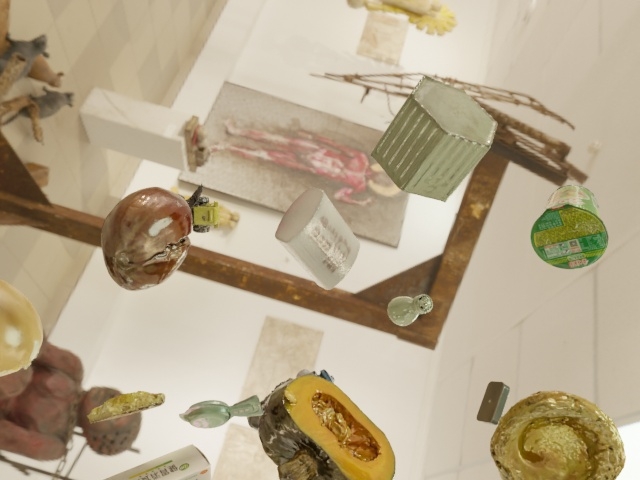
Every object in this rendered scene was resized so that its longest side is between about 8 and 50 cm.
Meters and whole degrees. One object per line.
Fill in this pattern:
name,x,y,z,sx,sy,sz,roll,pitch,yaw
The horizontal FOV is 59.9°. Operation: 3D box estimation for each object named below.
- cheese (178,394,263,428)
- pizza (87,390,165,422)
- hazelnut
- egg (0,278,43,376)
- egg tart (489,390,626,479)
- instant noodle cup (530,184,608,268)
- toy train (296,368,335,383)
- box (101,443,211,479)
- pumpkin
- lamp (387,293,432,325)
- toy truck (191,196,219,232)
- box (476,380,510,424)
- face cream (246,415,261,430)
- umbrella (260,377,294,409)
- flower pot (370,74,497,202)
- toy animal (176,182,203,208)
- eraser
cheese,-0.147,0.255,0.820,0.067,0.121,0.026,84,-3,-48
pizza,-0.335,0.282,0.952,0.160,0.099,0.035,-25,-107,37
hazelnut,-0.353,-0.001,1.135,0.181,0.181,0.211,39,-54,57
egg,-0.711,0.181,1.172,0.201,0.244,0.201,-28,-173,4
egg tart,0.513,0.451,1.219,0.118,0.289,0.288,-46,154,-70
instant noodle cup,0.745,-0.060,1.652,0.232,0.207,0.206,-48,160,-51
toy train,0.033,0.487,1.478,0.299,0.131,0.201,49,-22,44
box,-0.516,0.801,1.744,0.145,0.333,0.173,19,-66,49
pumpkin,0.006,0.427,1.122,0.222,0.317,0.139,-17,149,-56
lamp,0.310,0.234,1.915,0.193,0.106,0.106,-35,-147,57
toy truck,-0.498,-0.093,1.950,0.111,0.286,0.136,-114,-156,-82
box,0.506,0.475,1.621,0.125,0.031,0.091,-64,-174,-18
face cream,-0.130,0.568,1.707,0.284,0.073,0.073,-2,-116,45
umbrella,-0.112,0.404,1.460,0.040,0.037,0.144,-57,165,28
flower pot,0.259,-0.230,1.270,0.189,0.240,0.209,122,-28,-44
toy animal,-0.450,-0.106,1.771,0.220,0.062,0.107,-34,-153,23
eraser,0.000,0.000,1.522,0.174,0.095,0.270,-56,140,-15
